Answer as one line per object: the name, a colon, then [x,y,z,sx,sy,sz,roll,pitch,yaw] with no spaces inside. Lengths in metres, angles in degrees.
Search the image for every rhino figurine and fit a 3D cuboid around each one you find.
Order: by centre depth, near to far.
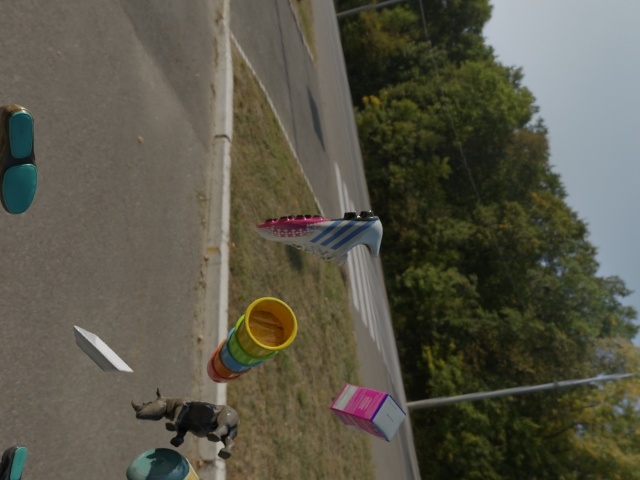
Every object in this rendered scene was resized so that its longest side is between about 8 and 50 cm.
rhino figurine: [-0.285,0.374,1.078,0.106,0.243,0.073,-63,165,-65]

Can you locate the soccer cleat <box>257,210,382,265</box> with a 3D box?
soccer cleat: [0.000,0.000,1.347,0.116,0.331,0.143,-87,173,-87]

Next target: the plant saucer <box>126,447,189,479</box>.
plant saucer: [-0.317,0.441,1.003,0.119,0.119,0.021,-62,159,-78]

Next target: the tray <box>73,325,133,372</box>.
tray: [-0.528,0.277,1.238,0.145,0.030,0.270,45,-20,1]

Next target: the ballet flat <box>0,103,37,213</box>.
ballet flat: [-0.938,-0.252,1.553,0.116,0.124,0.342,-22,134,-49]

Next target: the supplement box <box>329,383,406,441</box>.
supplement box: [0.154,0.568,1.703,0.114,0.220,0.111,-49,114,-28]

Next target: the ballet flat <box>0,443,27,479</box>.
ballet flat: [-0.857,0.664,1.393,0.074,0.074,0.203,59,30,-65]

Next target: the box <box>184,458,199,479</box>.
box: [-0.553,0.853,1.805,0.103,0.203,0.114,-67,142,-58]

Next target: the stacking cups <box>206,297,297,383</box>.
stacking cups: [-0.150,0.212,0.967,0.316,0.096,0.096,-47,-137,49]
